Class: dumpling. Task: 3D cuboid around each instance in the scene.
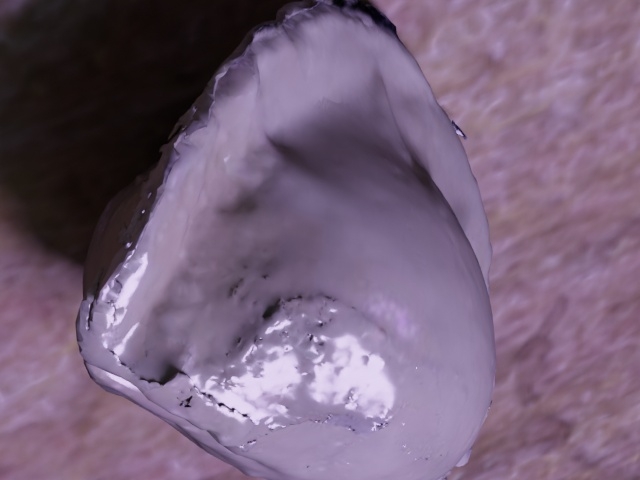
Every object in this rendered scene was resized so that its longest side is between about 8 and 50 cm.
[{"bbox_3d":[0.000,0.000,0.683,0.247,0.142,0.172,23,80,-60],"label":"dumpling"}]
